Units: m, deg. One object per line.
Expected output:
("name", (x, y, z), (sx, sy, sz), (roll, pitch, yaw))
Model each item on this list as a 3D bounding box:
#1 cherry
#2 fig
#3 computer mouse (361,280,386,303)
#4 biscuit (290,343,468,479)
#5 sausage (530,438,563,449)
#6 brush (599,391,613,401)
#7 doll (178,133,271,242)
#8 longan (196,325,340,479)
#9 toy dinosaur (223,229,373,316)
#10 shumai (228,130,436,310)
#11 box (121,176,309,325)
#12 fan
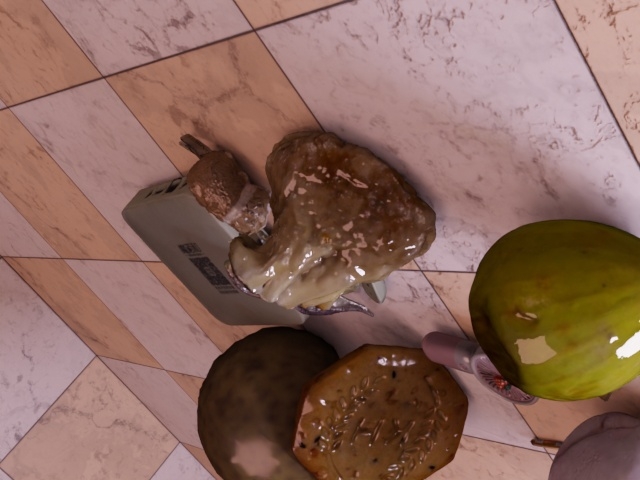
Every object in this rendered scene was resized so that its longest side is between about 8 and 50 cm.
("cherry", (0.491, 0.426, 1.427), (0.326, 0.335, 0.291), (47, 180, 40))
("fig", (0.332, 0.079, 1.183), (0.271, 0.239, 0.239), (-27, 113, 35))
("computer mouse", (0.094, 0.067, 1.658), (0.056, 0.032, 0.110), (38, 160, 41))
("biscuit", (0.118, 0.356, 1.789), (0.359, 0.359, 0.046), (54, -174, -26))
("sausage", (0.434, 0.386, 1.744), (0.015, 0.015, 0.100), (51, 151, -21))
("brush", (0.450, 0.161, 1.368), (0.043, 0.036, 0.248), (26, 144, 15))
("doll", (-0.176, -0.104, 1.668), (0.221, 0.115, 0.105), (52, 161, -11))
("longan", (-0.078, 0.377, 1.998), (0.391, 0.391, 0.391), (30, 152, 18))
("toy dinosaur", (-0.037, 0.067, 1.721), (0.294, 0.077, 0.162), (24, 132, 14))
("shumai", (0.000, 0.000, 1.432), (0.314, 0.262, 0.267), (19, 148, 31))
("box", (-0.211, 0.026, 1.920), (0.367, 0.090, 0.373), (-8, 127, 54))
("fan", (0.280, 0.212, 1.606), (0.244, 0.074, 0.130), (12, 143, 43))
